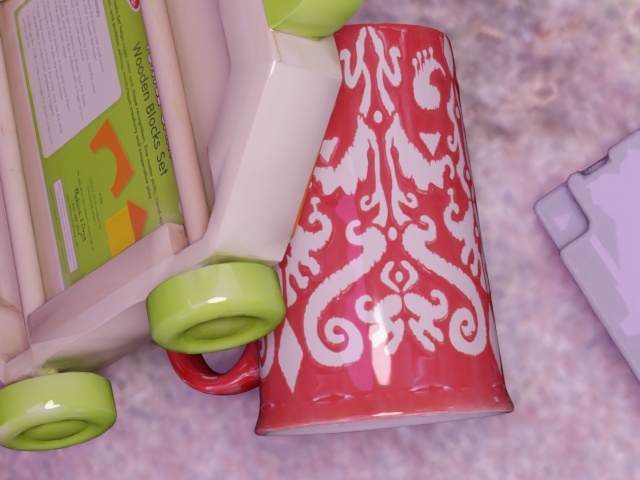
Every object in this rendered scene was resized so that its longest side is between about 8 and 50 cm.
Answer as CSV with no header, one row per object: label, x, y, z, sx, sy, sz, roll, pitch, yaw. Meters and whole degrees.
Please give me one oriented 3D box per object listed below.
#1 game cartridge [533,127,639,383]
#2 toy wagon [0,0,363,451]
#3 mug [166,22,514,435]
game cartridge,0.258,-0.014,0.705,0.297,0.062,0.198,-34,81,17
toy wagon,-0.076,-0.074,0.758,0.344,0.068,0.267,-31,63,39
mug,0.003,-0.002,0.767,0.150,0.113,0.169,-4,82,-4
